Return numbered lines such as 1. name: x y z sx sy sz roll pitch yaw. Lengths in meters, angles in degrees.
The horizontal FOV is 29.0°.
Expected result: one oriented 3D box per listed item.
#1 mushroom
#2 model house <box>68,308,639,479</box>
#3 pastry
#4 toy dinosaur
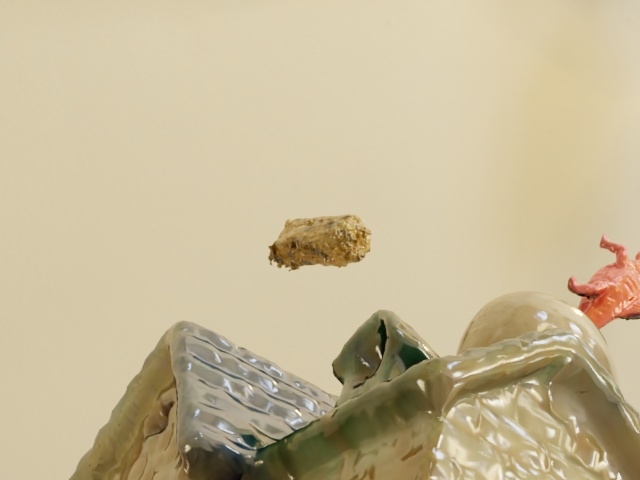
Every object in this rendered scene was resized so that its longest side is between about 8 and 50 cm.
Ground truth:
1. mushroom: 0.185 0.150 1.205 0.204 0.204 0.204 -6 -73 -20
2. model house: 0.002 0.227 0.923 0.395 0.445 0.399 32 -126 -20
3. pastry: 0.000 0.000 1.438 0.080 0.140 0.056 -45 -59 -42
4. toy dinosaur: 0.352 0.083 1.432 0.286 0.139 0.070 -39 -40 -46
